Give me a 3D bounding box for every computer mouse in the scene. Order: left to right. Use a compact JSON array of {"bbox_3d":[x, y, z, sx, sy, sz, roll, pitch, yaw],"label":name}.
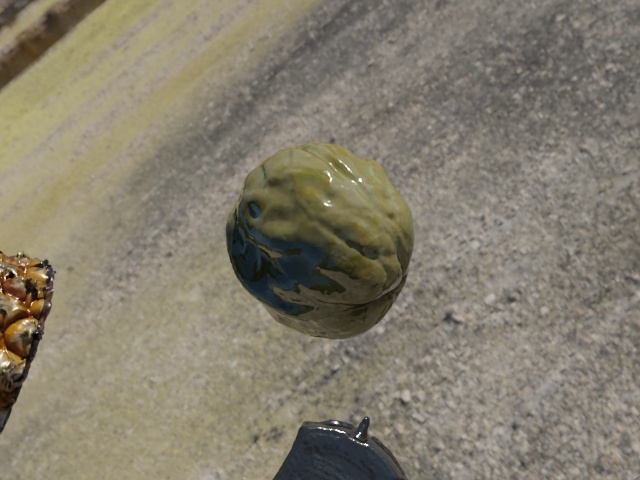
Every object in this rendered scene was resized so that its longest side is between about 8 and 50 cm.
[{"bbox_3d":[-0.002,0.326,1.020,0.147,0.088,0.264,28,66,11],"label":"computer mouse"}]

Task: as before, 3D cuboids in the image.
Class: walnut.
[{"bbox_3d":[0.000,0.000,0.383,0.092,0.092,0.092,-28,32,19],"label":"walnut"}]

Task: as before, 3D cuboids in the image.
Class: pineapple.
[{"bbox_3d":[-0.294,0.070,0.660,0.161,0.137,0.176,-65,23,11],"label":"pineapple"}]

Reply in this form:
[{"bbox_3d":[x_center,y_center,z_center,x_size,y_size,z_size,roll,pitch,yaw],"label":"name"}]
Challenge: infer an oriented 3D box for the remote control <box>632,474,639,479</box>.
[{"bbox_3d":[0.195,0.230,0.619,0.266,0.066,0.090,-50,4,38],"label":"remote control"}]
